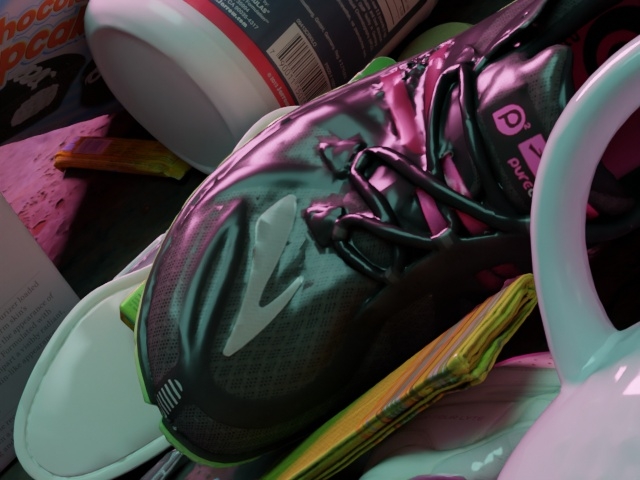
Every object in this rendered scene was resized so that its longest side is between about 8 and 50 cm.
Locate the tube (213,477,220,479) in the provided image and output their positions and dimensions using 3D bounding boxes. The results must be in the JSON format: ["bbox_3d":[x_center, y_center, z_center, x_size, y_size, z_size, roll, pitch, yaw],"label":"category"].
[{"bbox_3d":[-0.065,0.208,1.174,0.080,0.052,0.207,-25,27,-9],"label":"tube"}]

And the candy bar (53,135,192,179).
[{"bbox_3d":[-0.159,-0.068,1.621,0.161,0.018,0.040,6,46,44],"label":"candy bar"}]

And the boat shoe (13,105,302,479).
[{"bbox_3d":[-0.088,0.049,1.376,0.319,0.116,0.099,-52,-6,-16],"label":"boat shoe"}]

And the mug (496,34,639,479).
[{"bbox_3d":[0.231,0.073,0.828,0.328,0.374,0.276,-24,-1,21],"label":"mug"}]

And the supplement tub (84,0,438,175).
[{"bbox_3d":[-0.028,-0.194,1.518,0.272,0.191,0.191,-47,36,-21],"label":"supplement tub"}]

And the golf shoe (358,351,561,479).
[{"bbox_3d":[0.153,0.101,1.072,0.306,0.115,0.140,-13,33,27],"label":"golf shoe"}]

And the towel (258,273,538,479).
[{"bbox_3d":[0.030,0.101,1.123,0.237,0.021,0.102,-40,2,40],"label":"towel"}]

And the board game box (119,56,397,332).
[{"bbox_3d":[0.000,0.000,1.327,0.124,0.039,0.259,42,74,9],"label":"board game box"}]

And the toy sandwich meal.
[{"bbox_3d":[0.093,-0.131,1.491,0.086,0.029,0.085,-24,36,20],"label":"toy sandwich meal"}]

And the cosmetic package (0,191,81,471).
[{"bbox_3d":[-0.273,0.051,1.412,0.151,0.183,0.151,-44,35,-17],"label":"cosmetic package"}]

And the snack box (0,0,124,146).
[{"bbox_3d":[-0.233,-0.154,1.530,0.060,0.187,0.322,44,36,18],"label":"snack box"}]

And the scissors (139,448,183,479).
[{"bbox_3d":[-0.183,0.243,1.248,0.297,0.021,0.109,-37,31,-8],"label":"scissors"}]

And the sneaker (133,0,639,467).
[{"bbox_3d":[0.085,-0.046,1.206,0.483,0.185,0.202,-38,2,-6],"label":"sneaker"}]
